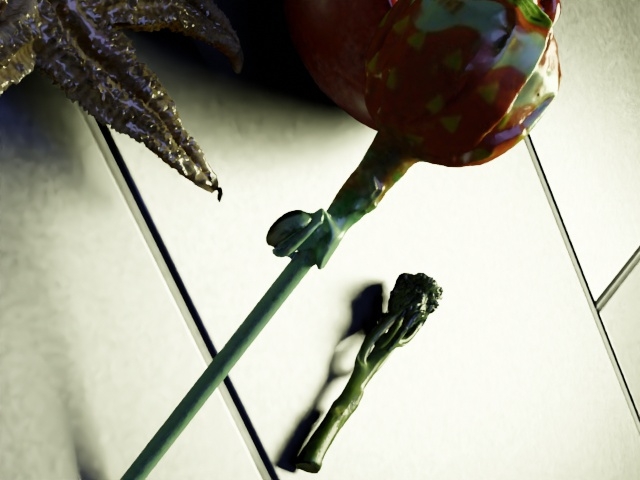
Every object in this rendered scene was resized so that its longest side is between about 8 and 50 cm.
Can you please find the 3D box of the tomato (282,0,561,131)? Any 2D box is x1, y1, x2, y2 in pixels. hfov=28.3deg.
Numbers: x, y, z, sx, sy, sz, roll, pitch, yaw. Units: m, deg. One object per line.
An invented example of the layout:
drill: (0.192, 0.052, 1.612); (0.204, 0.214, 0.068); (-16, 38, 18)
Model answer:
tomato: (0.049, -0.151, 0.700); (0.228, 0.101, 0.227); (5, 84, -54)

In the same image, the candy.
candy: (-0.001, -0.001, 0.563); (0.078, 0.084, 0.287); (40, 88, -32)

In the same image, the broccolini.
broccolini: (0.029, 0.068, 0.676); (0.030, 0.035, 0.140); (53, 49, -22)

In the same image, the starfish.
starfish: (-0.116, -0.113, 0.544); (0.227, 0.043, 0.240); (37, 53, -40)
